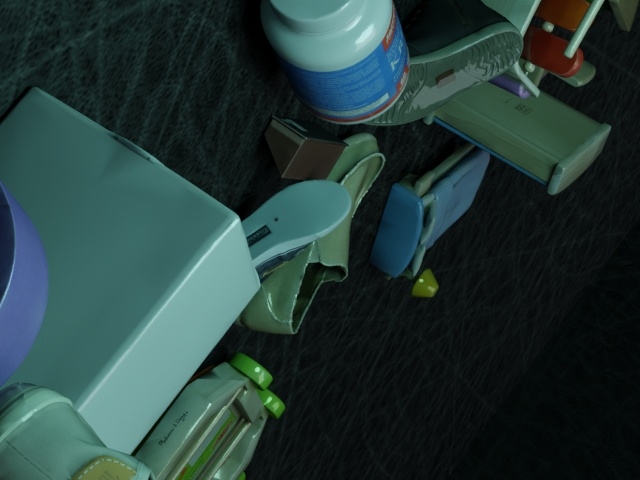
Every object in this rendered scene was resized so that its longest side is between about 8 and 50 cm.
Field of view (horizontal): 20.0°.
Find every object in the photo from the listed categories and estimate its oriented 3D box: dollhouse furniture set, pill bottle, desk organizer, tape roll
[{"bbox_3d":[0.245,-0.074,2.413,0.286,0.198,0.303,-38,154,-46],"label":"dollhouse furniture set"},{"bbox_3d":[0.012,-0.202,1.709,0.124,0.124,0.221,-55,163,-8],"label":"pill bottle"},{"bbox_3d":[-0.021,-0.096,1.926,0.050,0.047,0.130,-59,162,11],"label":"desk organizer"},{"bbox_3d":[-0.283,0.025,1.211,0.189,0.189,0.080,-54,162,-11],"label":"tape roll"}]

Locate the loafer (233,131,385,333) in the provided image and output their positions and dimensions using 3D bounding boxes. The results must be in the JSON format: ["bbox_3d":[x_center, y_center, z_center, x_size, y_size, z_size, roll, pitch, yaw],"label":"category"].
[{"bbox_3d":[0.000,0.000,2.064,0.268,0.092,0.102,-55,162,-7],"label":"loafer"}]

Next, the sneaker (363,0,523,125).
[{"bbox_3d":[0.105,-0.207,2.036,0.222,0.118,0.083,-21,132,-15],"label":"sneaker"}]

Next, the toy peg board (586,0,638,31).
[{"bbox_3d":[0.412,-0.397,2.546,0.161,0.079,0.161,30,77,-73],"label":"toy peg board"}]

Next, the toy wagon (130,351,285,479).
[{"bbox_3d":[-0.147,0.282,2.187,0.267,0.068,0.344,-53,162,-14],"label":"toy wagon"}]

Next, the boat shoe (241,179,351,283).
[{"bbox_3d":[-0.052,0.001,1.935,0.183,0.065,0.083,-28,162,-11],"label":"boat shoe"}]

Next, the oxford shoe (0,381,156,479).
[{"bbox_3d":[-0.165,0.244,1.306,0.169,0.130,0.449,-52,162,-20],"label":"oxford shoe"}]

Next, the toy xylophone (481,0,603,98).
[{"bbox_3d":[0.272,-0.314,2.076,0.081,0.236,0.323,19,107,-44],"label":"toy xylophone"}]

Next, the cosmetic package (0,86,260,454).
[{"bbox_3d":[-0.246,0.098,1.394,0.385,0.217,0.156,-50,160,-18],"label":"cosmetic package"}]
